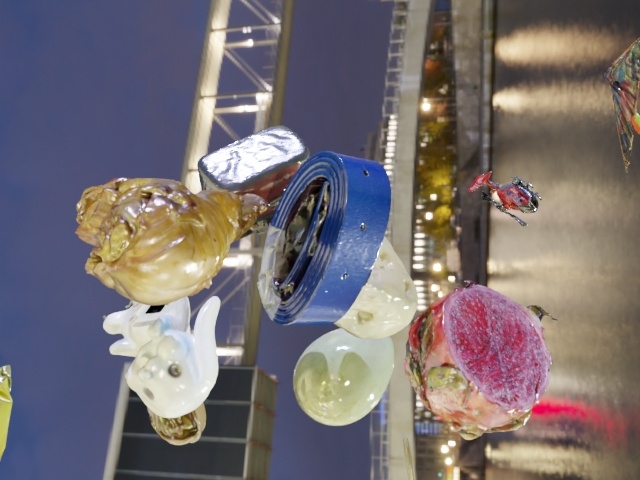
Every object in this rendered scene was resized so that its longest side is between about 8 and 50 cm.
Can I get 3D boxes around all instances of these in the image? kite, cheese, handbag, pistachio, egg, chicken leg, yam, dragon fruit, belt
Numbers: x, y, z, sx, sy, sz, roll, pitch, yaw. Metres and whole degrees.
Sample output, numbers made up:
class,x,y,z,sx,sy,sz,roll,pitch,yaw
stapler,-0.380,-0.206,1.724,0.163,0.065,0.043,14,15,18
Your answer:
class,x,y,z,sx,sy,sz,roll,pitch,yaw
kite,0.444,-0.209,0.961,0.241,0.014,0.183,73,-169,-47
cheese,0.107,0.093,1.465,0.248,0.173,0.251,45,-152,-31
handbag,-0.138,-0.120,1.461,0.254,0.181,0.181,-31,-34,-25
pistachio,-0.359,0.398,1.602,0.130,0.165,0.210,-22,-101,-38
egg,0.067,0.326,1.649,0.295,0.218,0.218,-35,-45,-25
chicken leg,-0.243,-0.035,1.073,0.409,0.295,0.182,-32,-49,-61
yam,0.159,0.404,1.171,0.014,0.014,0.107,38,-138,-74
dragon fruit,0.225,0.177,0.963,0.282,0.147,0.211,-19,-108,-44
belt,0.000,0.000,1.242,0.212,0.117,0.347,46,121,44

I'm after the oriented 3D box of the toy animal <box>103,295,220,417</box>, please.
class,x,y,z,sx,sy,sz,roll,pitch,yaw
toy animal,-0.319,0.225,1.354,0.174,0.249,0.289,34,-136,-42

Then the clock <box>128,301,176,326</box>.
class,x,y,z,sx,sy,sz,roll,pitch,yaw
clock,-0.316,0.068,1.228,0.080,0.176,0.117,-2,-125,-45

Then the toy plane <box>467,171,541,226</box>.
class,x,y,z,sx,sy,sz,roll,pitch,yaw
toy plane,0.289,-0.071,1.028,0.037,0.060,0.145,38,-176,-40

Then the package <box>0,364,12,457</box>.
class,x,y,z,sx,sy,sz,roll,pitch,yaw
package,-0.391,0.226,0.661,0.226,0.090,0.168,-15,-57,-81
